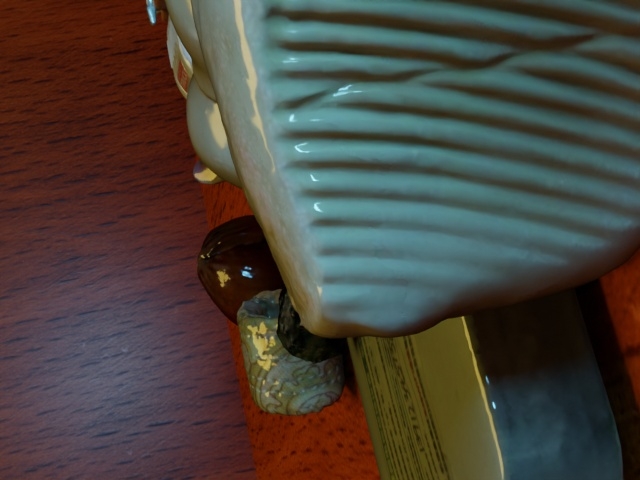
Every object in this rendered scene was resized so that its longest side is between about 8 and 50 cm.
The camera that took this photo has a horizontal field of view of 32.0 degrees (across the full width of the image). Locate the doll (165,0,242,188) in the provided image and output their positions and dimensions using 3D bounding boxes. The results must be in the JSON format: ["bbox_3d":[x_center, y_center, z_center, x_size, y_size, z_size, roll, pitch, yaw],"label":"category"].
[{"bbox_3d":[-0.047,-0.206,1.129,0.226,0.215,0.370,-59,-23,-30],"label":"doll"}]

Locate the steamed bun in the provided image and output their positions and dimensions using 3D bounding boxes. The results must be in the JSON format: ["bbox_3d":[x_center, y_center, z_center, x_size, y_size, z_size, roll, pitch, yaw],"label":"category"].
[{"bbox_3d":[0.046,-0.155,0.619,0.236,0.247,0.383,-130,31,-64],"label":"steamed bun"}]

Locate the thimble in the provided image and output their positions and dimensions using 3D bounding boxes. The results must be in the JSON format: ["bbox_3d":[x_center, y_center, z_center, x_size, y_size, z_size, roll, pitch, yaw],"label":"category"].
[{"bbox_3d":[-0.047,0.154,1.580,0.190,0.137,0.143,16,119,60],"label":"thimble"}]

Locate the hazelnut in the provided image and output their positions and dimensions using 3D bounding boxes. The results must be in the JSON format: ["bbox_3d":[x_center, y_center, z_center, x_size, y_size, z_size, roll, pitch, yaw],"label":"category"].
[{"bbox_3d":[-0.109,0.045,1.751,0.178,0.178,0.204,93,174,-47],"label":"hazelnut"}]

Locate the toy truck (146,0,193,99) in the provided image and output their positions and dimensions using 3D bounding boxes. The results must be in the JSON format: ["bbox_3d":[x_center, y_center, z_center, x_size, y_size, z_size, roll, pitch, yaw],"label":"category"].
[{"bbox_3d":[-0.125,-0.353,1.385,0.173,0.207,0.387,133,126,-76],"label":"toy truck"}]

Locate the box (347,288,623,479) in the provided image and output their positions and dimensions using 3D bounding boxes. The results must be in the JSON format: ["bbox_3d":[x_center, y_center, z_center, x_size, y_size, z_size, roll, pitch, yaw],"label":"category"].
[{"bbox_3d":[0.093,0.049,0.914,0.396,0.111,0.396,112,147,-70],"label":"box"}]

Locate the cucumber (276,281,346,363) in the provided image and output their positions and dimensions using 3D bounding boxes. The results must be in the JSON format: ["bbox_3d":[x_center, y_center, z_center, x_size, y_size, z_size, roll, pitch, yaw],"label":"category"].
[{"bbox_3d":[-0.005,0.028,0.947,0.211,0.062,0.078,96,163,-59],"label":"cucumber"}]
